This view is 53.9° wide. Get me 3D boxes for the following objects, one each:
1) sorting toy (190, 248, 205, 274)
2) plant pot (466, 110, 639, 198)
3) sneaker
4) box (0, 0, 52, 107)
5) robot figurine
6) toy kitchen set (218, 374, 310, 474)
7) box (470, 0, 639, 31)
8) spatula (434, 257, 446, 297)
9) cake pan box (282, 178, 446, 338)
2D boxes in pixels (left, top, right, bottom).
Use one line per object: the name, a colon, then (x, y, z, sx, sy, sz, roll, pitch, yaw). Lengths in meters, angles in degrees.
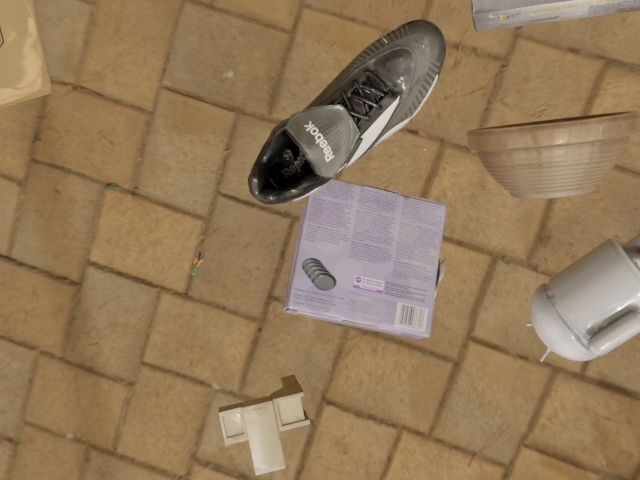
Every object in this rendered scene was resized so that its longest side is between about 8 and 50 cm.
sorting toy: (-0.374, 0.068, 1.904, 0.012, 0.083, 0.062, 34, 117, -25)
plant pot: (0.339, -0.123, 0.926, 0.237, 0.237, 0.110, -6, 100, 10)
sneaker: (0.019, -0.105, 0.575, 0.234, 0.106, 0.078, -39, 95, 22)
box: (-0.366, -0.188, 0.592, 0.021, 0.201, 0.164, 35, 138, 29)
robot figurine: (0.620, 0.135, 1.403, 0.353, 0.300, 0.200, -40, 102, 24)
toy kitchen set: (-0.055, 0.186, 0.637, 0.083, 0.075, 0.068, -11, 93, -9)
box: (0.277, -0.336, 0.678, 0.231, 0.056, 0.183, -2, 86, 18)
spatula: (0.255, 0.136, 1.481, 0.019, 0.242, 0.168, 12, 78, 4)
cake pan box: (0.085, 0.030, 1.100, 0.266, 0.070, 0.246, 11, 77, -9)
